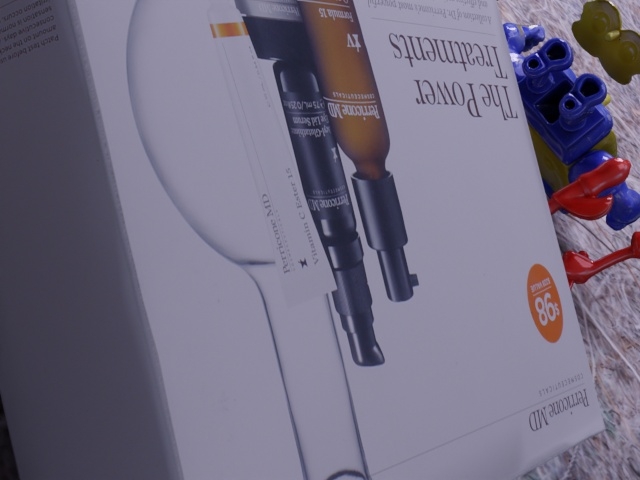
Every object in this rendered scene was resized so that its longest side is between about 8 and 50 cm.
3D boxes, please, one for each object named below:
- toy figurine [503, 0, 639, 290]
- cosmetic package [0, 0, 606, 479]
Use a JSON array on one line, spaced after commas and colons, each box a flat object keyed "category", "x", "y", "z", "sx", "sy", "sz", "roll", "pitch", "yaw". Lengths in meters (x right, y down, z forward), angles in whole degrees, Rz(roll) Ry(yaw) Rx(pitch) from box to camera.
[{"category": "toy figurine", "x": 0.157, "y": -0.100, "z": 1.075, "sx": 0.362, "sy": 0.191, "sz": 0.217, "roll": 50, "pitch": -2, "yaw": 17}, {"category": "cosmetic package", "x": 0.000, "y": 0.000, "z": 0.642, "sx": 0.377, "sy": 0.097, "sz": 0.285, "roll": -8, "pitch": 85, "yaw": -56}]
